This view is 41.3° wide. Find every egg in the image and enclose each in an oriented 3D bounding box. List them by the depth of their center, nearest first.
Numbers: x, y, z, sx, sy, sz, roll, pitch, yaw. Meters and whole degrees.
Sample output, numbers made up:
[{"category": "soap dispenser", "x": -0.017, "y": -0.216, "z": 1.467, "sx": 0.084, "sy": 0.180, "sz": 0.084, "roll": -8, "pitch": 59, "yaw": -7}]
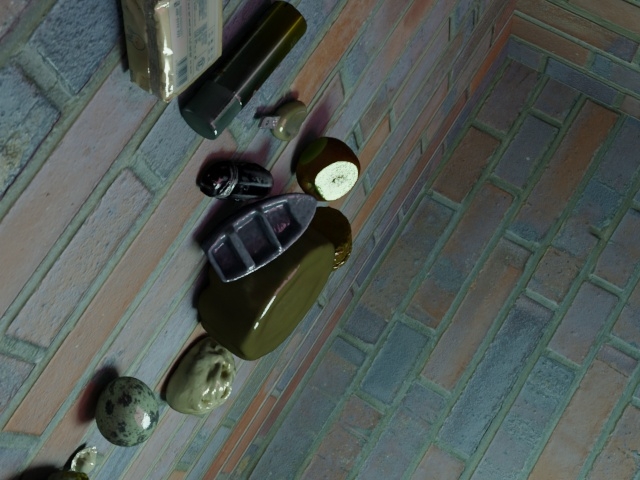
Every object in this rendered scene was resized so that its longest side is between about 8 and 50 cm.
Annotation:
[{"category": "egg", "x": -0.409, "y": 0.358, "z": 1.794, "sx": 0.132, "sy": 0.132, "sz": 0.172, "roll": -46, "pitch": 149, "yaw": -42}]

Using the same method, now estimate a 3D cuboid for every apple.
[{"category": "apple", "x": 0.018, "y": -0.171, "z": 2.115, "sx": 0.147, "sy": 0.163, "sz": 0.146, "roll": -45, "pitch": 120, "yaw": -10}]

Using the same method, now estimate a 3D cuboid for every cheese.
[{"category": "cheese", "x": -0.089, "y": -0.258, "z": 1.845, "sx": 0.097, "sy": 0.037, "sz": 0.192, "roll": -66, "pitch": 163, "yaw": 18}]

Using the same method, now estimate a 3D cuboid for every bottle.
[{"category": "bottle", "x": -0.134, "y": -0.306, "z": 1.519, "sx": 0.286, "sy": 0.082, "sz": 0.082, "roll": -54, "pitch": 164, "yaw": -20}]

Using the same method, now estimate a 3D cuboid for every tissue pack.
[{"category": "tissue pack", "x": -0.211, "y": -0.321, "z": 1.223, "sx": 0.148, "sy": 0.092, "sz": 0.196, "roll": -49, "pitch": 163, "yaw": -33}]

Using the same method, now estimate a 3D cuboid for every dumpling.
[{"category": "dumpling", "x": -0.519, "y": 0.482, "z": 1.849, "sx": 0.077, "sy": 0.043, "sz": 0.059, "roll": -43, "pitch": 147, "yaw": -1}]

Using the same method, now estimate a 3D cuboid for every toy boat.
[{"category": "toy boat", "x": -0.130, "y": -0.021, "z": 1.876, "sx": 0.283, "sy": 0.127, "sz": 0.078, "roll": -35, "pitch": -163, "yaw": -21}]

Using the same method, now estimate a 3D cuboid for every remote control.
[{"category": "remote control", "x": -0.170, "y": -0.120, "z": 1.785, "sx": 0.090, "sy": 0.066, "sz": 0.266, "roll": -65, "pitch": 165, "yaw": 11}]

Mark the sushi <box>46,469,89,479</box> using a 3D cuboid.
[{"category": "sushi", "x": -0.559, "y": 0.667, "z": 1.695, "sx": 0.397, "sy": 0.240, "sz": 0.351, "roll": -58, "pitch": 166, "yaw": 4}]

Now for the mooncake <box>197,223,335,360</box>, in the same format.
[{"category": "mooncake", "x": -0.141, "y": 0.104, "z": 2.083, "sx": 0.378, "sy": 0.200, "sz": 0.378, "roll": -49, "pitch": 163, "yaw": -21}]

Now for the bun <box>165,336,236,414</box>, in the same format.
[{"category": "bun", "x": -0.290, "y": 0.360, "z": 2.185, "sx": 0.231, "sy": 0.133, "sz": 0.231, "roll": -52, "pitch": 161, "yaw": -26}]

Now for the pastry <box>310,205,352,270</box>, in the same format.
[{"category": "pastry", "x": 0.000, "y": 0.000, "z": 2.341, "sx": 0.189, "sy": 0.188, "sz": 0.103, "roll": -53, "pitch": 155, "yaw": -24}]
